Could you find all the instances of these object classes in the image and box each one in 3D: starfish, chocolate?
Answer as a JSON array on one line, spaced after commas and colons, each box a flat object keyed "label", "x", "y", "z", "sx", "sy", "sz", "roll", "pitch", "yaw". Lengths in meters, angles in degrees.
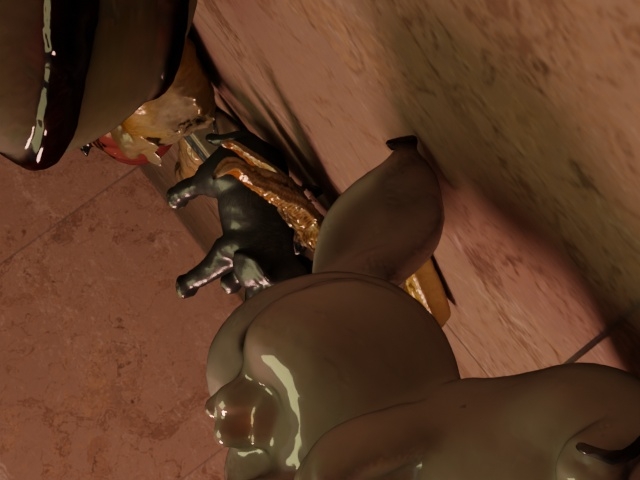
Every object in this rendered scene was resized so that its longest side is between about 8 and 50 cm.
[{"label": "starfish", "x": 0.002, "y": -0.001, "z": 1.101, "sx": 0.247, "sy": 0.050, "sz": 0.138, "roll": 44, "pitch": -169, "yaw": -16}, {"label": "chocolate", "x": -0.198, "y": -0.190, "z": 0.877, "sx": 0.186, "sy": 0.283, "sz": 0.283, "roll": 28, "pitch": 158, "yaw": 34}]

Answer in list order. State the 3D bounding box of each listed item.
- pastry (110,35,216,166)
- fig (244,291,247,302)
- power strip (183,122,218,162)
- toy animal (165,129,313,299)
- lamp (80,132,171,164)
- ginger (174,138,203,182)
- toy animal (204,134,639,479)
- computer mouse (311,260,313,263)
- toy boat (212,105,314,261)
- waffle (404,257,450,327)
[{"label": "pastry", "x": -0.208, "y": -0.202, "z": 1.247, "sx": 0.257, "sy": 0.121, "sz": 0.236, "roll": 53, "pitch": 172, "yaw": 7}, {"label": "fig", "x": -0.056, "y": 0.069, "z": 1.631, "sx": 0.177, "sy": 0.117, "sz": 0.117, "roll": 62, "pitch": 175, "yaw": 20}, {"label": "power strip", "x": -0.101, "y": -0.088, "z": 1.398, "sx": 0.286, "sy": 0.048, "sz": 0.080, "roll": 51, "pitch": 173, "yaw": 4}, {"label": "toy animal", "x": -0.069, "y": 0.019, "z": 1.198, "sx": 0.137, "sy": 0.082, "sz": 0.269, "roll": -27, "pitch": 73, "yaw": 41}, {"label": "lamp", "x": -0.274, "y": -0.177, "z": 1.669, "sx": 0.182, "sy": 0.140, "sz": 0.182, "roll": 48, "pitch": 171, "yaw": 10}, {"label": "ginger", "x": -0.198, "y": -0.182, "z": 1.519, "sx": 0.258, "sy": 0.065, "sz": 0.149, "roll": 61, "pitch": 158, "yaw": -13}, {"label": "toy animal", "x": 0.054, "y": 0.099, "z": 0.691, "sx": 0.310, "sy": 0.247, "sz": 0.183, "roll": 28, "pitch": 140, "yaw": 37}, {"label": "computer mouse", "x": 0.032, "y": 0.099, "z": 1.218, "sx": 0.192, "sy": 0.106, "sz": 0.062, "roll": 59, "pitch": 160, "yaw": 7}, {"label": "toy boat", "x": -0.063, "y": -0.047, "z": 1.310, "sx": 0.084, "sy": 0.066, "sz": 0.210, "roll": -22, "pitch": 97, "yaw": 46}, {"label": "waffle", "x": 0.049, "y": 0.000, "z": 0.988, "sx": 0.153, "sy": 0.023, "sz": 0.097, "roll": 47, "pitch": 167, "yaw": 50}]
